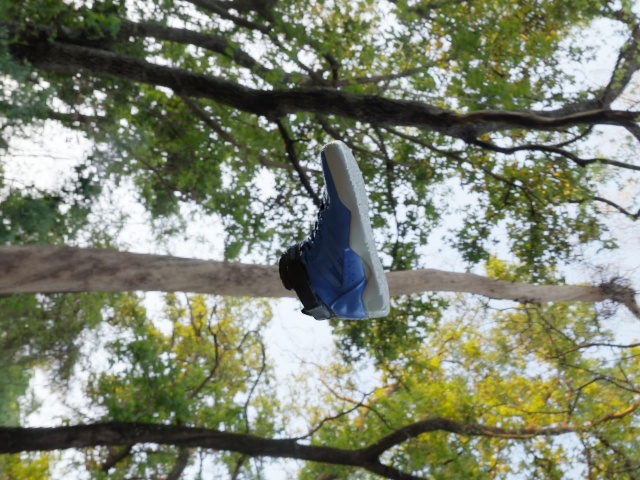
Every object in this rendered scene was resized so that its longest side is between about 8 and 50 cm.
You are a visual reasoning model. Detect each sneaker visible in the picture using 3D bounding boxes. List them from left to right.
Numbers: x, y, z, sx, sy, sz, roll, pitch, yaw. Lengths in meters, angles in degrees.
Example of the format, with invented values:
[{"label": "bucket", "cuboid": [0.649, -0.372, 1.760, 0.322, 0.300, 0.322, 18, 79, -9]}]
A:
[{"label": "sneaker", "cuboid": [0.000, 0.001, 0.429, 0.084, 0.058, 0.152, -10, -61, 12]}]
